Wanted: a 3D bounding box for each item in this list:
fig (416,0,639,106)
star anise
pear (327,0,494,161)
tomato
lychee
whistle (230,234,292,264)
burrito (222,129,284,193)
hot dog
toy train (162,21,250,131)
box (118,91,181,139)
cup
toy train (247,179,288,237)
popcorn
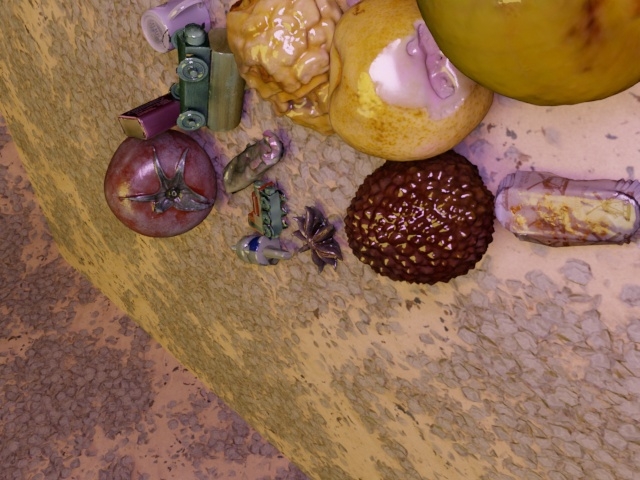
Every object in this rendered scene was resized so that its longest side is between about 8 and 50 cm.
[{"bbox_3d":[0.248,-0.328,0.615,0.344,0.343,0.343,30,140,29],"label":"fig"},{"bbox_3d":[0.000,0.000,1.407,0.181,0.061,0.204,3,120,54],"label":"star anise"},{"bbox_3d":[0.137,-0.251,0.858,0.271,0.271,0.271,30,140,29],"label":"pear"},{"bbox_3d":[-0.457,-0.161,1.575,0.283,0.317,0.316,36,147,54],"label":"tomato"},{"bbox_3d":[0.171,-0.037,0.993,0.268,0.267,0.267,30,140,29],"label":"lychee"},{"bbox_3d":[-0.172,0.028,1.605,0.245,0.110,0.091,5,90,49],"label":"whistle"},{"bbox_3d":[-0.180,-0.198,1.425,0.309,0.066,0.095,-23,66,57],"label":"burrito"},{"bbox_3d":[0.406,-0.050,0.893,0.253,0.069,0.131,8,117,42],"label":"hot dog"},{"bbox_3d":[-0.261,-0.381,1.285,0.126,0.190,0.307,64,156,24],"label":"toy train"},{"bbox_3d":[-0.398,-0.336,1.424,0.120,0.224,0.068,18,134,42],"label":"box"},{"bbox_3d":[-0.332,-0.516,1.264,0.099,0.133,0.136,39,143,13],"label":"cup"},{"bbox_3d":[-0.150,-0.088,1.499,0.118,0.074,0.175,34,143,34],"label":"toy train"},{"bbox_3d":[-0.046,-0.344,1.016,0.265,0.225,0.332,22,153,55],"label":"popcorn"}]
